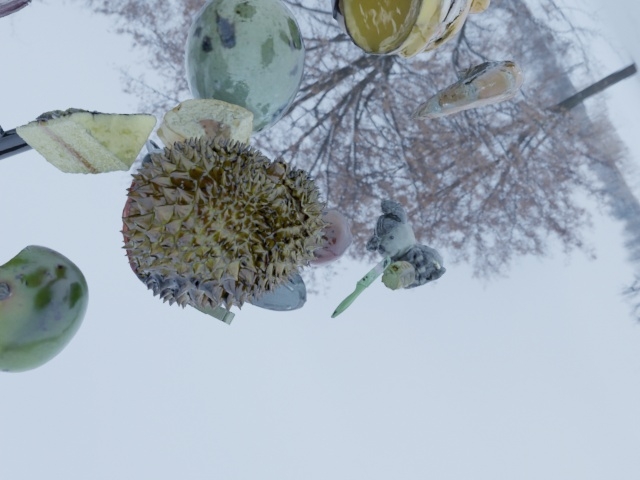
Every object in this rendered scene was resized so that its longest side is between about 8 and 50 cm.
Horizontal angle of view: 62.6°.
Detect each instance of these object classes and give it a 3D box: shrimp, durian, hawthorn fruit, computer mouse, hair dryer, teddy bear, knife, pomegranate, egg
[{"bbox_3d":[0.163,-0.175,0.608,0.187,0.132,0.051,-44,-58,-66],"label":"shrimp"},{"bbox_3d":[-0.181,-0.027,0.956,0.348,0.384,0.347,24,-134,-28],"label":"durian"},{"bbox_3d":[0.000,0.000,1.757,0.208,0.208,0.248,55,-162,-10],"label":"hawthorn fruit"},{"bbox_3d":[-0.200,0.089,1.540,0.374,0.203,0.114,19,-140,9],"label":"computer mouse"},{"bbox_3d":[-0.839,-0.327,1.347,0.070,0.128,0.255,-125,20,-44],"label":"hair dryer"},{"bbox_3d":[0.208,0.029,1.458,0.251,0.171,0.144,45,-133,0],"label":"teddy bear"},{"bbox_3d":[0.094,0.113,1.262,0.030,0.207,0.014,49,-167,23],"label":"knife"},{"bbox_3d":[-0.691,0.193,1.294,0.216,0.358,0.309,25,-117,9],"label":"pomegranate"},{"bbox_3d":[-0.215,-0.506,1.523,0.345,0.345,0.427,11,-101,-53],"label":"egg"}]

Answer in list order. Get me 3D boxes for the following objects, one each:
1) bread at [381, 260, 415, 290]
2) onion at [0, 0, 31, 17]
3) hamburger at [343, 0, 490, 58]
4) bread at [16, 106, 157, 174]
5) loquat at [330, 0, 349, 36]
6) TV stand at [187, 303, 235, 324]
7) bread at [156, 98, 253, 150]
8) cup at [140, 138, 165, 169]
[{"bbox_3d":[0.195,0.083,1.291,0.110,0.060,0.066,-9,-113,-55],"label":"bread"},{"bbox_3d":[-0.791,-0.658,1.240,0.349,0.267,0.159,-17,-93,-16],"label":"onion"},{"bbox_3d":[0.203,-0.513,1.075,0.237,0.276,0.276,-14,-105,-31],"label":"hamburger"},{"bbox_3d":[-0.456,-0.200,1.037,0.178,0.266,0.141,-33,-60,-43],"label":"bread"},{"bbox_3d":[0.143,-0.725,1.598,0.235,0.235,0.235,37,-143,-35],"label":"loquat"},{"bbox_3d":[-0.345,0.163,1.431,0.036,0.249,0.042,-63,-23,-14],"label":"TV stand"},{"bbox_3d":[-0.313,-0.252,1.377,0.211,0.224,0.183,30,-131,17],"label":"bread"},{"bbox_3d":[-0.419,-0.208,1.432,0.133,0.099,0.136,-1,-92,-86],"label":"cup"}]
